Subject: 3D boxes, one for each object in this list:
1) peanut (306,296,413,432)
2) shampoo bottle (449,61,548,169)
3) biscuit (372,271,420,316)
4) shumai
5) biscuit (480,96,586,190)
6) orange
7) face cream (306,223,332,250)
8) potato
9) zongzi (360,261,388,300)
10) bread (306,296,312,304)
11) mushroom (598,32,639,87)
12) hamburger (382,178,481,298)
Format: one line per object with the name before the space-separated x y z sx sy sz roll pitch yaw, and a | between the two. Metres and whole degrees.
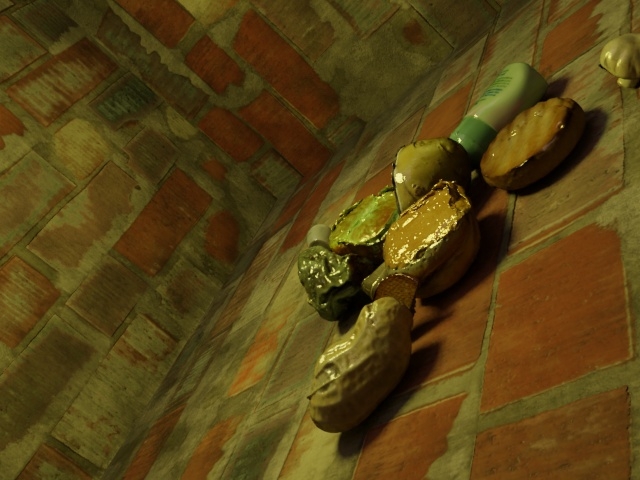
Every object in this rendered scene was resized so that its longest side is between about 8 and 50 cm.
peanut | 0.099 0.293 1.488 0.340 0.158 0.174 -44 52 2
shampoo bottle | 0.527 -0.368 1.983 0.349 0.151 0.222 -50 9 -8
biscuit | 0.180 0.160 1.592 0.126 0.025 0.206 38 122 38
shumai | 0.059 0.102 2.008 0.222 0.225 0.261 -36 39 11
biscuit | 0.551 -0.244 1.684 0.296 0.102 0.296 -42 18 18
orange | 0.175 -0.041 2.082 0.334 0.196 0.262 -30 36 62
face cream | 0.000 0.000 2.659 0.117 0.117 0.104 -40 25 31
potato | 0.334 -0.160 1.861 0.196 0.246 0.300 -11 60 30
zongzi | 0.205 0.119 1.819 0.160 0.078 0.176 -47 24 2
bread | 0.004 0.171 2.368 0.154 0.028 0.068 -52 16 -6
mushroom | 0.753 -0.431 1.560 0.154 0.122 0.154 -5 31 3
hamburger | 0.291 0.001 1.657 0.318 0.158 0.318 -48 21 24
